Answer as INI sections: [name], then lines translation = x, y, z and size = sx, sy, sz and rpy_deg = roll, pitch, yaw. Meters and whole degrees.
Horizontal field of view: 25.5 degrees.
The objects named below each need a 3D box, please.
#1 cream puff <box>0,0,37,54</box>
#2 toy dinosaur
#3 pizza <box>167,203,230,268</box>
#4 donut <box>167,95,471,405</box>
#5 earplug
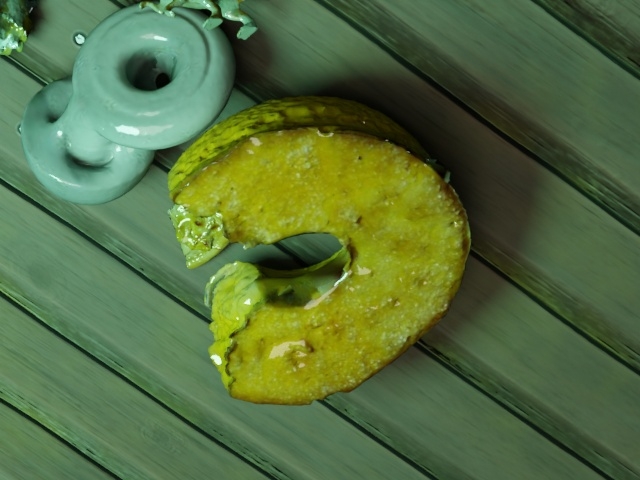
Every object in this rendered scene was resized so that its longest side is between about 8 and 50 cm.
[cream puff]
translation = -0.467, -0.296, 1.866
size = 0.156, 0.156, 0.121
rpy_deg = -38, 67, 24
[toy dinosaur]
translation = -0.136, -0.323, 1.815
size = 0.212, 0.142, 0.057
rpy_deg = -17, 150, -20
[pizza]
translation = -0.164, -0.030, 1.985
size = 0.099, 0.036, 0.160
rpy_deg = 35, 117, -6
[donut]
translation = 0.000, 0.000, 1.865
size = 0.378, 0.163, 0.435
rpy_deg = -6, 126, -4
[earplug]
translation = -0.255, -0.175, 1.866
size = 0.325, 0.175, 0.214
rpy_deg = -38, 64, 21
